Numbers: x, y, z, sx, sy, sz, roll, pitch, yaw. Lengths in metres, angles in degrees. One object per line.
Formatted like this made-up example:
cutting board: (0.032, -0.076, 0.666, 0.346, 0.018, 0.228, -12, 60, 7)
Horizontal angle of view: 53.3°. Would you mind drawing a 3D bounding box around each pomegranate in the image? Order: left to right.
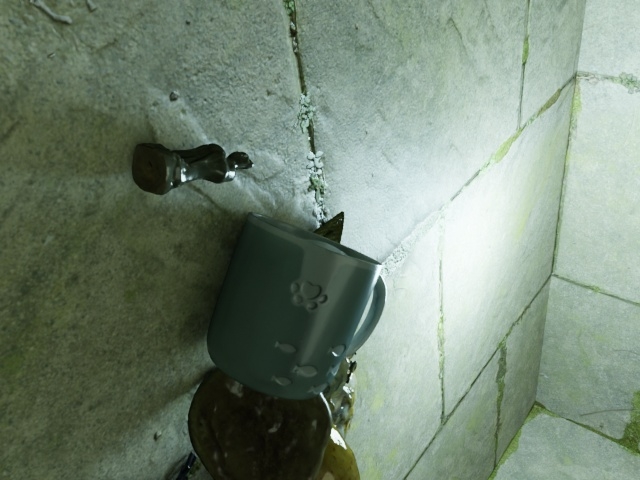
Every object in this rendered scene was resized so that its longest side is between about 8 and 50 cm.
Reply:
pomegranate: (-0.052, 0.502, 1.349, 0.281, 0.281, 0.281, -31, 132, -42)

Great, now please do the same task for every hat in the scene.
hat: (0.000, 0.000, 1.340, 0.146, 0.067, 0.146, -166, -90, -83)

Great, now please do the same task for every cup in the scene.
cup: (-0.022, 0.133, 1.178, 0.357, 0.259, 0.274, 19, 95, -41)

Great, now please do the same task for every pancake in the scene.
pancake: (-0.109, 0.354, 1.218, 0.294, 0.294, 0.049, -43, 178, -32)

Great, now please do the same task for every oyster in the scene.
oyster: (0.028, 0.444, 1.605, 0.201, 0.107, 0.354, 11, 87, -76)

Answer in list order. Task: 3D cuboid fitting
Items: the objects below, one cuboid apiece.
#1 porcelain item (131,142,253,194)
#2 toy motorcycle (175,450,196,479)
porcelain item: (-0.182, -0.117, 0.994, 0.216, 0.081, 0.069, -12, 118, -51)
toy motorcycle: (-0.273, 0.533, 1.132, 0.358, 0.213, 0.125, -25, 129, -41)
